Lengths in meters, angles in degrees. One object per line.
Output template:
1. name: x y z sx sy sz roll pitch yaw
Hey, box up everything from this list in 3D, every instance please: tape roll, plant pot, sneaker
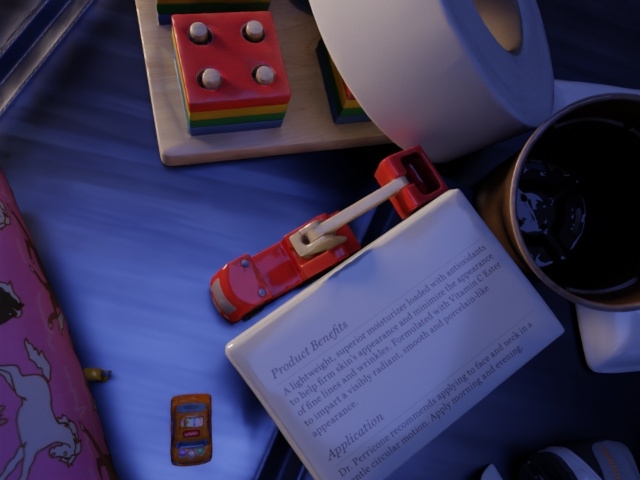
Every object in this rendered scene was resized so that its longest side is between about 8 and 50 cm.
1. tape roll: 0.109 -0.219 0.492 0.286 0.100 0.285 20 62 -44
2. plant pot: 0.224 -0.028 0.486 0.167 0.165 0.166 0 89 -1
3. sneaker: 0.273 0.302 0.452 0.108 0.100 0.271 -11 77 -25

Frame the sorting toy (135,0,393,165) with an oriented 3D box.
1. sorting toy: -0.046 -0.220 0.533 0.257 0.089 0.255 -9 76 -16

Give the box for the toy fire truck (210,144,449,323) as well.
1. toy fire truck: 0.000 0.000 0.452 0.192 0.135 0.047 -28 82 -20

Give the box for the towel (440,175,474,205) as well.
1. towel: 0.117 -0.009 0.542 0.067 0.029 0.119 19 70 -9

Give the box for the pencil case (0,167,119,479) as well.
1. pencil case: -0.238 0.125 0.344 0.167 0.160 0.385 -24 81 -11

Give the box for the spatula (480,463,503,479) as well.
1. spatula: 0.156 0.304 0.392 0.168 0.019 0.241 2 50 -48

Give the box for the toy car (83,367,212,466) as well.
1. toy car: -0.139 0.141 0.426 0.122 0.040 0.060 17 70 -9

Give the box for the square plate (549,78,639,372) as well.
1. square plate: 0.434 -0.031 0.618 0.348 0.049 0.343 1 73 -14

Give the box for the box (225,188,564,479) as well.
1. box: 0.039 0.076 0.404 0.181 0.182 0.119 -34 85 -12
